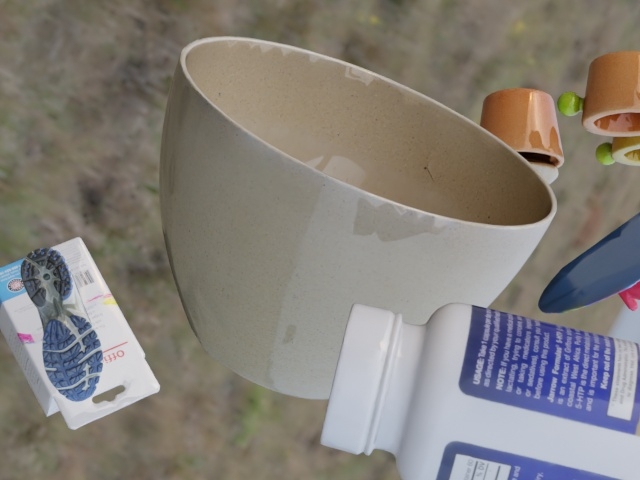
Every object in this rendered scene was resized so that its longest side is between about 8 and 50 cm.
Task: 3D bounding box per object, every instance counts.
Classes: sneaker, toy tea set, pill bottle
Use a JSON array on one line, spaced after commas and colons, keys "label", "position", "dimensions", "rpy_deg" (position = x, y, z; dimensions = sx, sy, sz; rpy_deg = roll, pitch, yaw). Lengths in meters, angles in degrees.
[{"label": "sneaker", "position": [-0.218, 0.071, 1.468], "dimensions": [0.058, 0.052, 0.135], "rpy_deg": [176, -100, -88]}, {"label": "toy tea set", "position": [0.278, -0.073, 1.362], "dimensions": [0.336, 0.200, 0.124], "rpy_deg": [-15, -110, 50]}, {"label": "pill bottle", "position": [0.099, 0.096, 0.967], "dimensions": [0.112, 0.187, 0.112], "rpy_deg": [14, 90, -88]}]

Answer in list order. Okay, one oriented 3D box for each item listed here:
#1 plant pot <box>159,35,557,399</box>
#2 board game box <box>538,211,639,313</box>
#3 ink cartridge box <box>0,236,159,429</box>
[{"label": "plant pot", "position": [0.000, 0.000, 1.224], "dimensions": [0.191, 0.284, 0.284], "rpy_deg": [-66, 169, 21]}, {"label": "board game box", "position": [0.190, 0.000, 0.866], "dimensions": [0.169, 0.033, 0.133], "rpy_deg": [-36, -174, -2]}, {"label": "ink cartridge box", "position": [-0.246, 0.100, 1.682], "dimensions": [0.104, 0.181, 0.061], "rpy_deg": [-23, 162, -24]}]
